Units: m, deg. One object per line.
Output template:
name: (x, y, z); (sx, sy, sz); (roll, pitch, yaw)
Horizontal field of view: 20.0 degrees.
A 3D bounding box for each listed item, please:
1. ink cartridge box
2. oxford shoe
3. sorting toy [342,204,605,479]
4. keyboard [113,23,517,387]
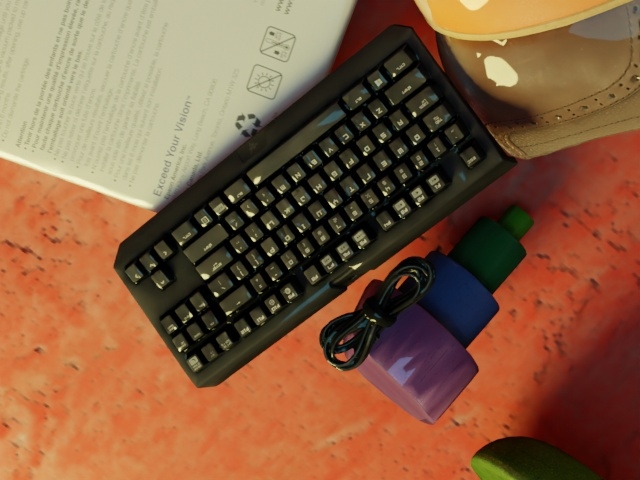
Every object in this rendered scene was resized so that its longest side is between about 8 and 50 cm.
ink cartridge box: (-0.092, -0.130, 0.785); (0.224, 0.045, 0.223); (19, 116, -5)
oxford shoe: (0.222, -0.126, 0.739); (0.364, 0.130, 0.132); (-12, 130, 16)
sorting toy: (0.174, 0.119, 0.867); (0.365, 0.127, 0.126); (44, 81, -12)
keyboard: (0.000, 0.000, 0.783); (0.180, 0.023, 0.108); (-37, 90, 24)
